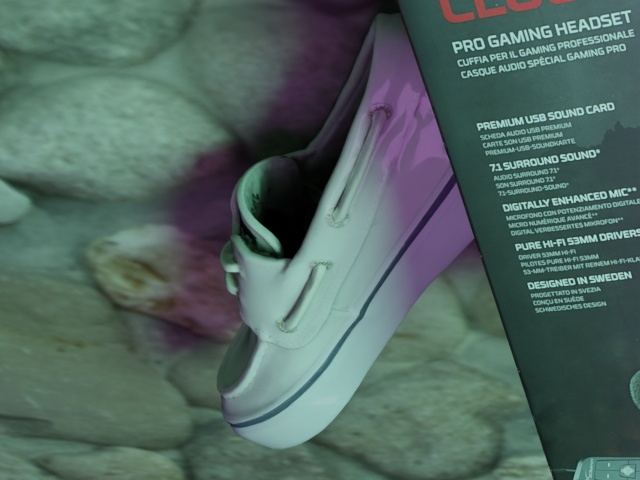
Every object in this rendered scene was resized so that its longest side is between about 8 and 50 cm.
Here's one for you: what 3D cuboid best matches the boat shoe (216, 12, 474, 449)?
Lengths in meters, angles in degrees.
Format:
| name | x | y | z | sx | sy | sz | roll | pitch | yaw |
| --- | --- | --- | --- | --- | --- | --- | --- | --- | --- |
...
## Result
| name | x | y | z | sx | sy | sz | roll | pitch | yaw |
| --- | --- | --- | --- | --- | --- | --- | --- | --- | --- |
| boat shoe | 0.000 | 0.000 | 0.824 | 0.088 | 0.096 | 0.267 | 21 | 142 | -15 |

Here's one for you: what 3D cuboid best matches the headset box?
| name | x | y | z | sx | sy | sz | roll | pitch | yaw |
| --- | --- | --- | --- | --- | --- | --- | --- | --- | --- |
| headset box | 0.163 | -0.039 | 0.643 | 0.218 | 0.110 | 0.293 | -8 | 116 | 24 |
